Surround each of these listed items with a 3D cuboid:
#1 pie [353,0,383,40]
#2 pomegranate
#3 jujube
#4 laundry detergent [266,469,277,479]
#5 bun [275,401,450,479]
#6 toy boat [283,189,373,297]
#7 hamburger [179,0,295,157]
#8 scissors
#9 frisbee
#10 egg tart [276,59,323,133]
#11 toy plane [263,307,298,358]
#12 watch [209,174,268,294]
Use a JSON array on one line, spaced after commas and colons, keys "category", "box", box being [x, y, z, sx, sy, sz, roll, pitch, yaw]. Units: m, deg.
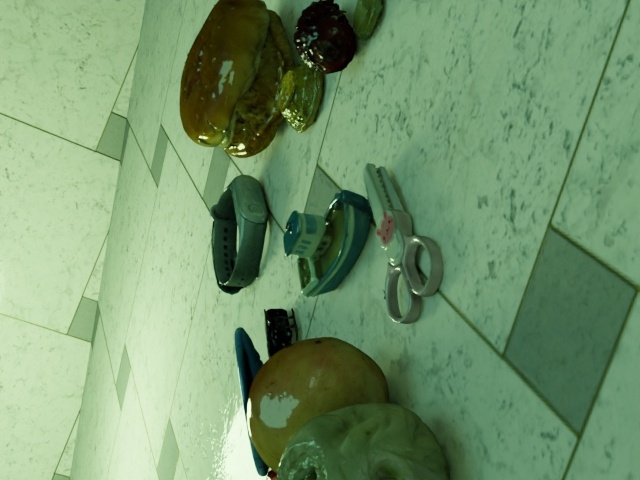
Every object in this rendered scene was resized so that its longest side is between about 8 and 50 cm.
[{"category": "pie", "box": [0.071, -0.337, 1.407, 0.084, 0.020, 0.084, -172, 90, -70]}, {"category": "pomegranate", "box": [0.001, 0.217, 1.183, 0.191, 0.191, 0.191, -172, 90, -68]}, {"category": "jujube", "box": [0.006, -0.316, 1.474, 0.166, 0.104, 0.104, -98, 24, -64]}, {"category": "laundry detergent", "box": [-0.047, 0.394, 1.414, 0.165, 0.049, 0.097, -145, 61, -69]}, {"category": "bun", "box": [0.049, 0.262, 1.019, 0.128, 0.193, 0.179, 143, 127, -61]}, {"category": "toy boat", "box": [0.000, 0.000, 1.359, 0.215, 0.102, 0.088, 123, 145, -46]}, {"category": "hamburger", "box": [-0.161, -0.317, 1.782, 0.290, 0.170, 0.314, -59, 29, 32]}, {"category": "scissors", "box": [0.096, -0.012, 1.215, 0.118, 0.030, 0.242, 120, 147, -41]}, {"category": "frisbee", "box": [-0.099, 0.256, 1.524, 0.242, 0.045, 0.242, 169, 90, -87]}, {"category": "egg tart", "box": [-0.038, -0.246, 1.605, 0.130, 0.052, 0.130, -174, 90, -66]}, {"category": "toy plane", "box": [-0.065, 0.178, 1.529, 0.078, 0.053, 0.197, 104, 161, -47]}, {"category": "watch", "box": [-0.159, -0.015, 1.808, 0.206, 0.068, 0.193, -111, 36, -47]}]
